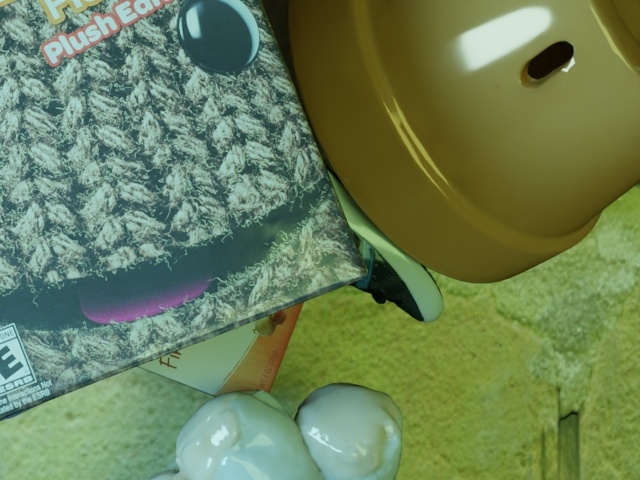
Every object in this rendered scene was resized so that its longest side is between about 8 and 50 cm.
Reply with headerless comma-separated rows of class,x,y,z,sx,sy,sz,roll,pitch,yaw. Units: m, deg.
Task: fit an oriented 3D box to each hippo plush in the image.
hippo plush,-0.008,0.265,1.071,0.234,0.236,0.294,-18,121,-10

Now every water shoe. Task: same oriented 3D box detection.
water shoe,0.000,0.000,1.106,0.080,0.073,0.203,-45,114,2

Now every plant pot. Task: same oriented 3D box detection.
plant pot,0.149,-0.139,1.102,0.291,0.203,0.290,23,55,-38

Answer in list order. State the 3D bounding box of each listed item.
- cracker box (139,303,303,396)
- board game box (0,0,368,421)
cracker box,-0.118,0.007,1.102,0.232,0.067,0.155,24,83,-30
board game box,-0.137,-0.068,0.955,0.232,0.141,0.291,-22,89,-8
